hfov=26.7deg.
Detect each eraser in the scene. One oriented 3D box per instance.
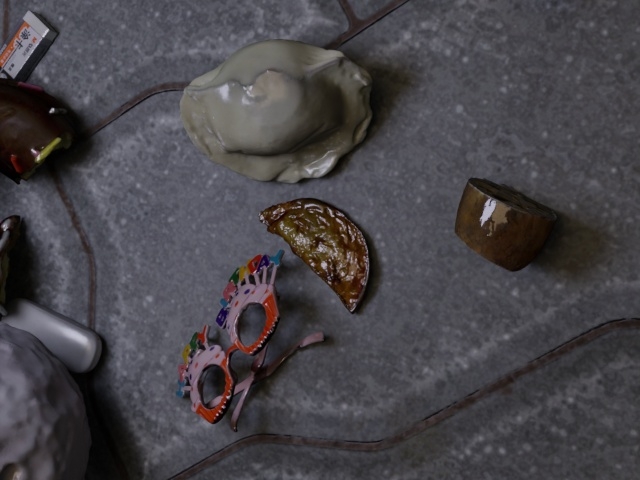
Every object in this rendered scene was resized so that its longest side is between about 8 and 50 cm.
[{"bbox_3d":[-0.434,-0.268,1.945,0.052,0.029,0.122,43,103,19],"label":"eraser"}]

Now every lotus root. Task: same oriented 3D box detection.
[{"bbox_3d":[0.214,-0.023,1.612,0.112,0.122,0.081,28,105,-3],"label":"lotus root"}]

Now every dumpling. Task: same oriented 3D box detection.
[{"bbox_3d":[-0.054,-0.159,1.725,0.258,0.147,0.193,-5,125,11],"label":"dumpling"}]

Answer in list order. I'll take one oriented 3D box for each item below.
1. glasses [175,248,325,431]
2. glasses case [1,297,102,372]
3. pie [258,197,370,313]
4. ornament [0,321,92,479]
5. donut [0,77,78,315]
[{"bbox_3d":[-0.098,0.131,1.766,0.255,0.095,0.162,-55,42,12],"label":"glasses"},{"bbox_3d":[-0.378,0.133,1.888,0.164,0.041,0.063,22,97,22],"label":"glasses case"},{"bbox_3d":[0.003,0.000,1.745,0.191,0.033,0.088,44,99,19],"label":"pie"},{"bbox_3d":[-0.463,0.263,1.752,0.337,0.337,0.337,-2,86,23],"label":"ornament"},{"bbox_3d":[-0.503,-0.075,1.854,0.259,0.136,0.345,23,91,-18],"label":"donut"}]
